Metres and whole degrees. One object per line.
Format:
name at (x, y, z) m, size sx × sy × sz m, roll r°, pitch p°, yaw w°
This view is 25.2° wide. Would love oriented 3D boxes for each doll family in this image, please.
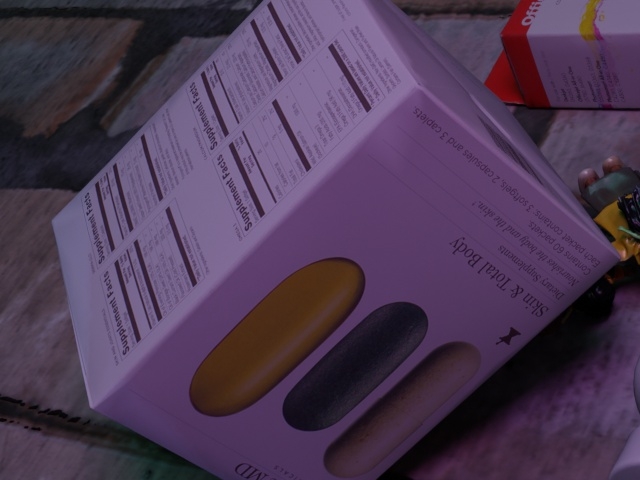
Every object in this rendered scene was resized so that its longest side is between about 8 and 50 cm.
doll family at (0.184, 0.008, 0.952) m, size 0.193 × 0.076 × 0.111 m, roll -29°, pitch 42°, yaw 5°

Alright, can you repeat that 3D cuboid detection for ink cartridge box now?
ink cartridge box at (0.234, -0.174, 1.121) m, size 0.231 × 0.078 × 0.134 m, roll 4°, pitch 48°, yaw 35°

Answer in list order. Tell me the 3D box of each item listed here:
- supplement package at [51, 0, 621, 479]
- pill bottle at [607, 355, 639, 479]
supplement package at (0.000, 0.000, 0.900) m, size 0.263 × 0.199 × 0.198 m, roll -44°, pitch 36°, yaw 14°
pill bottle at (0.258, 0.061, 0.789) m, size 0.136 × 0.136 × 0.245 m, roll 12°, pitch 52°, yaw 39°
